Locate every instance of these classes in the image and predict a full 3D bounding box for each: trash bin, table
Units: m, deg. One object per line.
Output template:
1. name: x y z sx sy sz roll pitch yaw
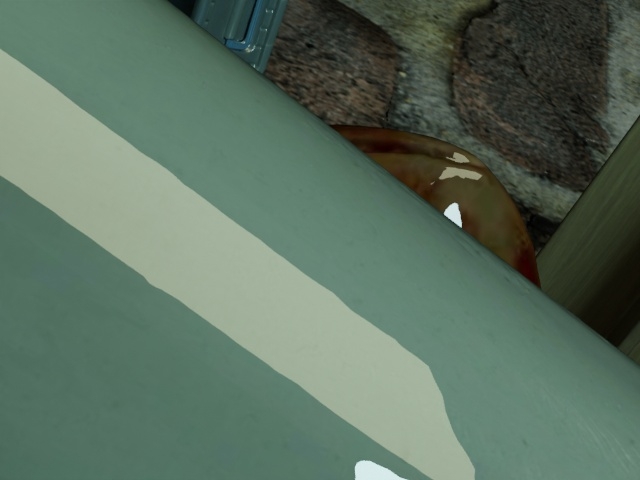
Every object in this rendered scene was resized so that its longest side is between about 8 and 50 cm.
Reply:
1. trash bin: -0.074 0.061 0.618 0.432 0.280 0.280 35 30 -1
2. table: 0.199 0.024 0.967 0.167 0.226 0.167 23 32 -15

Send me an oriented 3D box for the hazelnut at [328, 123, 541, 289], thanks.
1. hazelnut: 0.021 0.026 0.821 0.208 0.208 0.208 23 31 -15

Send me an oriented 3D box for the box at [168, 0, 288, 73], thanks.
1. box: -0.068 -0.163 1.133 0.074 0.099 0.054 2 26 -40
